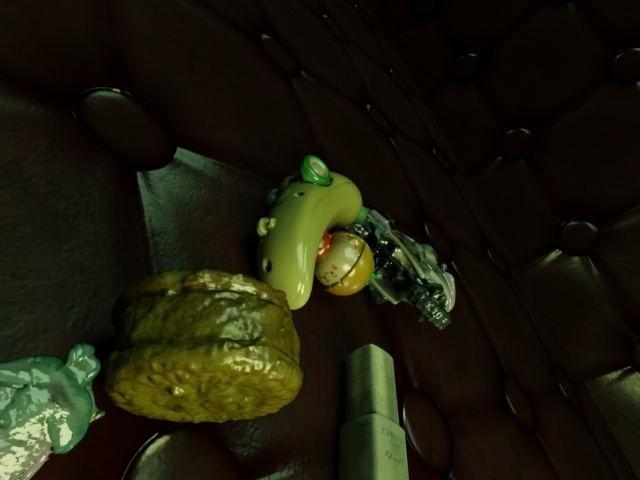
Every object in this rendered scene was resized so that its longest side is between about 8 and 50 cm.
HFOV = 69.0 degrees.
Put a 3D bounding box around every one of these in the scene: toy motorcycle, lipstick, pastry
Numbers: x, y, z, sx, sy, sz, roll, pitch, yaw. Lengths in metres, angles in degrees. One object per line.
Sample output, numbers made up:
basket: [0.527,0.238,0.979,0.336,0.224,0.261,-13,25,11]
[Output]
toy motorcycle: [0.163,0.048,0.962,0.327,0.143,0.188,51,21,27]
lipstick: [0.072,0.269,0.651,0.079,0.077,0.253,38,34,-26]
pastry: [-0.112,0.109,0.452,0.188,0.188,0.103,28,43,-38]

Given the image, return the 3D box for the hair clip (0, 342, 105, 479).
hair clip: [-0.293,0.166,0.254,0.095,0.110,0.358,21,23,26]

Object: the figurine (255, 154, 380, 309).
figurine: [0.000,0.000,0.785,0.222,0.124,0.324,42,36,-18]
